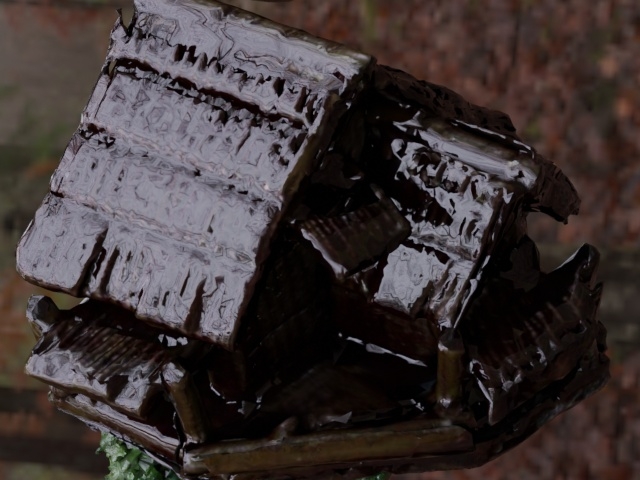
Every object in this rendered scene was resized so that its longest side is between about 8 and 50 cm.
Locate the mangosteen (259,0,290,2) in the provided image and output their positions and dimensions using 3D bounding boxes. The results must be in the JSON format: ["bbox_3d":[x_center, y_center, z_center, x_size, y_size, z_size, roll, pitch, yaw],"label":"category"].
[{"bbox_3d":[-0.026,-0.232,1.173,0.140,0.140,0.140,-175,90,-86],"label":"mangosteen"}]

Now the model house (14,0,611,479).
[{"bbox_3d":[0.000,0.000,1.051,0.297,0.317,0.283,-45,-32,-35],"label":"model house"}]

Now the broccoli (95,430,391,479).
[{"bbox_3d":[-0.061,0.142,1.418,0.270,0.269,0.270,73,-160,-72],"label":"broccoli"}]
